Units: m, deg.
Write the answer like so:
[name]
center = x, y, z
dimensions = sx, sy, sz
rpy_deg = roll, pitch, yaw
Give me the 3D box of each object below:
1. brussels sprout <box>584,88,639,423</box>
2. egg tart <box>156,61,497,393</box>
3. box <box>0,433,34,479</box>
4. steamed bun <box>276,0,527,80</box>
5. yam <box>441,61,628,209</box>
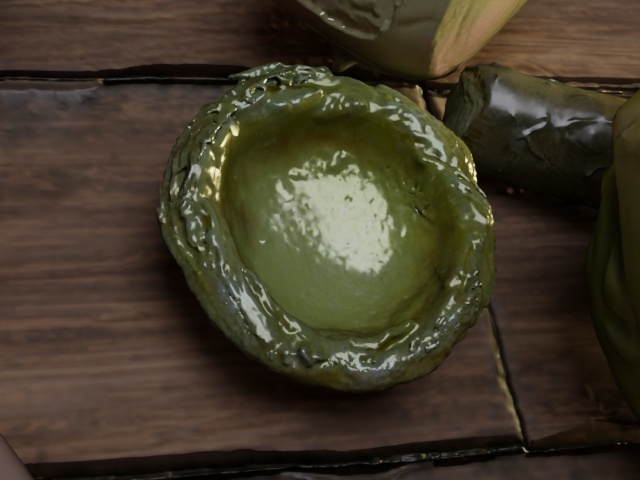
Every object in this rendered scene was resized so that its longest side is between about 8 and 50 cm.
[brussels sprout]
center = 0.310, 0.016, 0.756
dimensions = 0.328, 0.247, 0.328
rpy_deg = -1, 92, -15
[egg tart]
center = 0.000, 0.000, 0.781
dimensions = 0.197, 0.078, 0.197
rpy_deg = 9, 57, -13
[box]
center = -0.178, 0.149, 0.606
dimensions = 0.146, 0.088, 0.200
rpy_deg = -24, 70, -30
[steamed bun]
center = 0.064, -0.187, 0.893
dimensions = 0.170, 0.153, 0.239
rpy_deg = 28, 37, 13
[yam]
center = 0.257, -0.033, 0.903
dimensions = 0.371, 0.083, 0.083
rpy_deg = 12, 55, -10
